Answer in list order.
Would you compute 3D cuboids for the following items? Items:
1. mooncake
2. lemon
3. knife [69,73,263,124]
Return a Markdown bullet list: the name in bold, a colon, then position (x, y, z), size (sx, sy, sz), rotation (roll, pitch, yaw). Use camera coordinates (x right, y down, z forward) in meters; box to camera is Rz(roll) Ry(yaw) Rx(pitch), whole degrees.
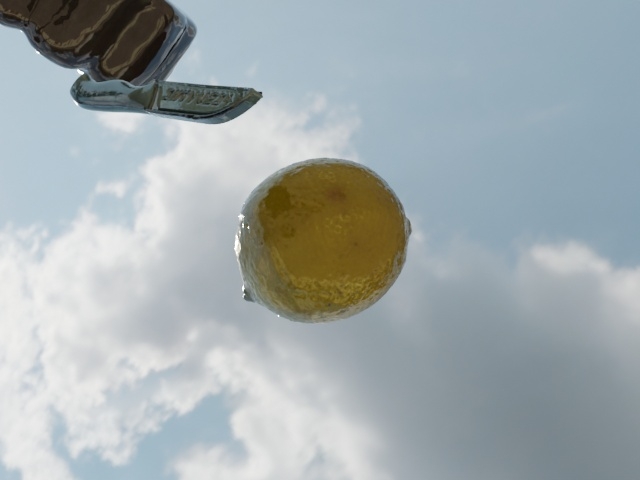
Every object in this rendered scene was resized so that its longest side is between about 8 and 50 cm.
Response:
- **mooncake**: position (-0.305, -0.304, 1.354), size (0.306, 0.154, 0.306), rotation (35, -173, -5)
- **lemon**: position (0.007, -0.004, 1.476), size (0.253, 0.228, 0.228), rotation (-28, -106, -23)
- **knife**: position (-0.111, -0.094, 0.701), size (0.015, 0.210, 0.028), rotation (41, -108, -39)
